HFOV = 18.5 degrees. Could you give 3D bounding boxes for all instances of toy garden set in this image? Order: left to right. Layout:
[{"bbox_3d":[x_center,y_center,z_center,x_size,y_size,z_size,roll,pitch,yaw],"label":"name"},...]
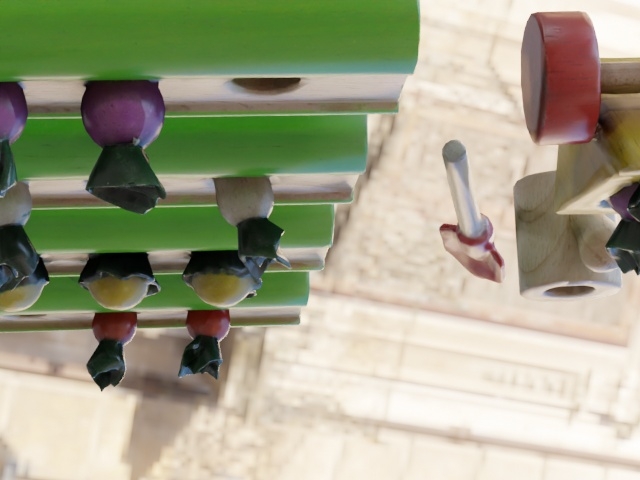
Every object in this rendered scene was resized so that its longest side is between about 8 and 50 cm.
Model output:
[{"bbox_3d":[0.000,0.000,0.468,0.244,0.204,0.049,111,-23,-75],"label":"toy garden set"}]
